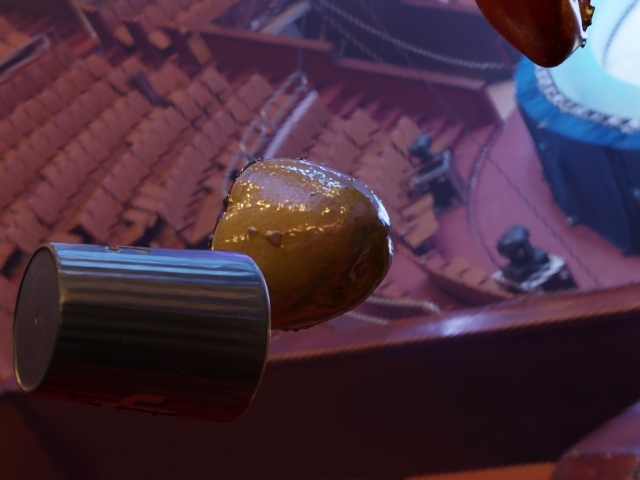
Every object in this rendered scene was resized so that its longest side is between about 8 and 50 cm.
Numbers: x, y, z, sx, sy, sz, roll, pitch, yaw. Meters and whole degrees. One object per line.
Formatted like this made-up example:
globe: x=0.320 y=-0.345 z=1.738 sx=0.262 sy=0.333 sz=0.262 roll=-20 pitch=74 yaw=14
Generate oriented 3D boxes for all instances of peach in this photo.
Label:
peach: x=0.239 y=-0.331 z=1.307 sx=0.154 sy=0.159 sz=0.267 roll=8 pitch=78 yaw=33

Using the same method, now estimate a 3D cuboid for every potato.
potato: x=0.000 y=0.000 z=1.132 sx=0.202 sy=0.182 sz=0.117 roll=-3 pitch=-2 yaw=-42

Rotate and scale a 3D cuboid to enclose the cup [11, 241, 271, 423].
cup: x=-0.145 y=0.069 z=0.844 sx=0.155 sy=0.131 sz=0.176 roll=10 pitch=-21 yaw=-32
